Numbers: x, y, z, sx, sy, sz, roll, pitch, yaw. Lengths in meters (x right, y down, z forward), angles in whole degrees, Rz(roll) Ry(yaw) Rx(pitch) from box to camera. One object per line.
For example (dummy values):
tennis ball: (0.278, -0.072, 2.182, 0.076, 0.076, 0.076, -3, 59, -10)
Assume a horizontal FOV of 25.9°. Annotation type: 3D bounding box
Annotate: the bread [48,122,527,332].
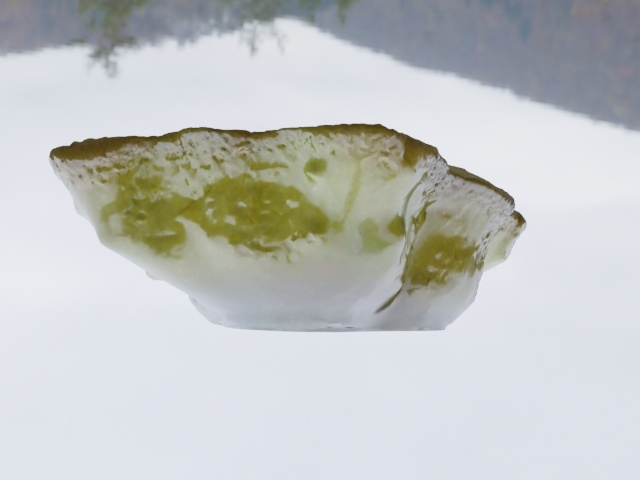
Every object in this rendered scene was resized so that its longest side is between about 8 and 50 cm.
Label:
bread: (0.000, 0.000, 0.632, 0.161, 0.088, 0.233, 6, 178, 25)
